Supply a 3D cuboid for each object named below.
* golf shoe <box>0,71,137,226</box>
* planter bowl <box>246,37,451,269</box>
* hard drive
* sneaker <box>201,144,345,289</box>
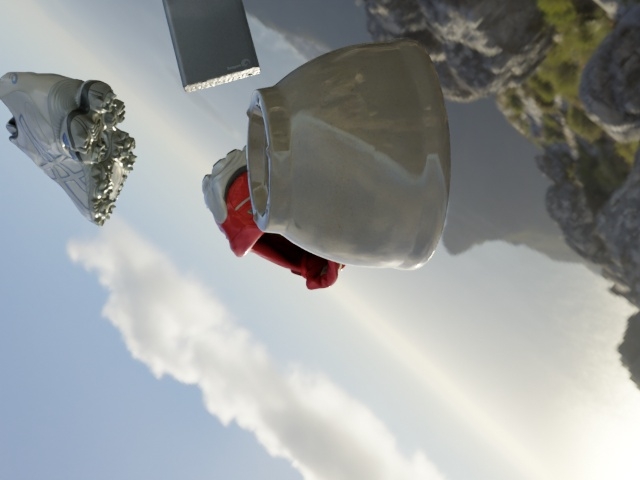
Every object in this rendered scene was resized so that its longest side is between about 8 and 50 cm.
[{"bbox_3d":[-0.192,-0.074,0.628,0.086,0.069,0.176,20,153,3],"label":"golf shoe"},{"bbox_3d":[0.008,-0.056,0.567,0.162,0.109,0.162,176,90,-76],"label":"planter bowl"},{"bbox_3d":[-0.133,-0.252,0.991,0.022,0.094,0.135,77,177,-77],"label":"hard drive"},{"bbox_3d":[0.000,0.000,0.830,0.279,0.107,0.118,12,-135,-43],"label":"sneaker"}]
